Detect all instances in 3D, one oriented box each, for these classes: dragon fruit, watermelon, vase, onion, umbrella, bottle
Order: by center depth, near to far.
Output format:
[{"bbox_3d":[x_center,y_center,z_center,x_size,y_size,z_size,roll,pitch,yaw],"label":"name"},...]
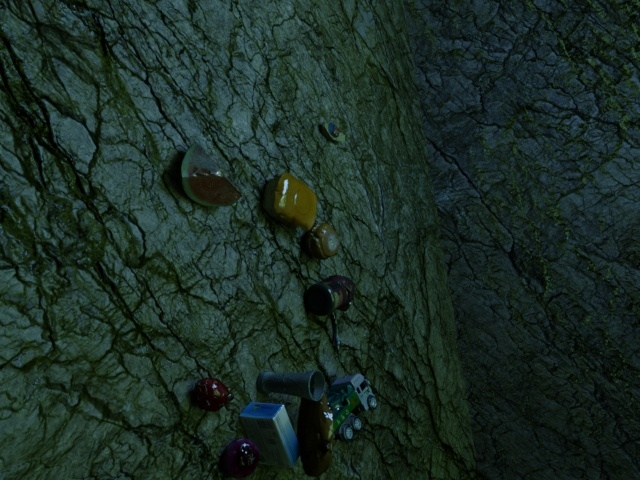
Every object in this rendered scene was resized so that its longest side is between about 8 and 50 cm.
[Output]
[{"bbox_3d":[-0.300,0.460,1.497,0.190,0.094,0.094,56,39,-54],"label":"dragon fruit"},{"bbox_3d":[-0.236,0.656,1.541,0.115,0.104,0.115,16,66,-38],"label":"onion"},{"bbox_3d":[-0.346,-0.200,1.560,0.146,0.128,0.231,67,8,29],"label":"watermelon"},{"bbox_3d":[-0.102,0.471,1.680,0.096,0.219,0.096,16,71,-57],"label":"vase"},{"bbox_3d":[0.063,0.220,2.075,0.271,0.143,0.156,-11,93,-60],"label":"bottle"},{"bbox_3d":[0.061,0.382,2.148,0.044,0.044,0.268,-10,84,-21],"label":"umbrella"}]

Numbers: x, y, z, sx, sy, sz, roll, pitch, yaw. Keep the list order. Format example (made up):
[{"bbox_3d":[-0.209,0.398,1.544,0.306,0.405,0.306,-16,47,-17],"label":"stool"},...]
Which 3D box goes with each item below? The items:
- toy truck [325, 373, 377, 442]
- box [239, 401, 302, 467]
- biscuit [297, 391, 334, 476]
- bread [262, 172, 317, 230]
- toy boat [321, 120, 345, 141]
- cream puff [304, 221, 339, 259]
[{"bbox_3d":[0.076,0.655,1.987,0.363,0.177,0.177,-20,89,-56],"label":"toy truck"},{"bbox_3d":[-0.159,0.621,1.634,0.073,0.139,0.194,-42,119,-54],"label":"box"},{"bbox_3d":[-0.027,0.631,1.694,0.075,0.296,0.295,7,74,-14],"label":"biscuit"},{"bbox_3d":[-0.110,-0.140,1.892,0.245,0.121,0.174,36,53,-53],"label":"bread"},{"bbox_3d":[0.057,-0.483,2.283,0.172,0.066,0.065,25,60,-55],"label":"toy boat"},{"bbox_3d":[0.000,0.000,2.044,0.150,0.115,0.165,-46,132,-44],"label":"cream puff"}]
